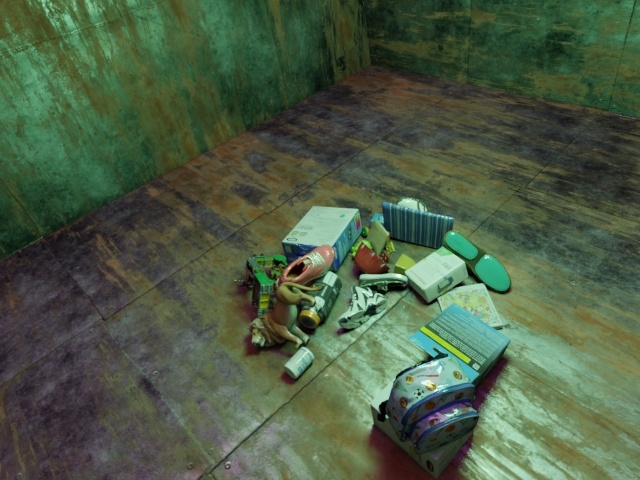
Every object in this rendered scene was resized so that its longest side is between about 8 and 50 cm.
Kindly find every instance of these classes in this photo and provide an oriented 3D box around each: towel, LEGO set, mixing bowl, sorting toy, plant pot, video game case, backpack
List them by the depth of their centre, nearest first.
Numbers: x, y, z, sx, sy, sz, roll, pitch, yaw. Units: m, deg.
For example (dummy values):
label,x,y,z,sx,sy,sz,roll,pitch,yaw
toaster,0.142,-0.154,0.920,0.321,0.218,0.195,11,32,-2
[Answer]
label,x,y,z,sx,sy,sz,roll,pitch,yaw
backpack,0.312,0.453,1.226,0.276,0.263,0.213,-22,42,-14
video game case,0.597,0.275,1.770,0.206,0.026,0.227,-9,41,4
plant pot,0.386,0.126,1.958,0.083,0.081,0.081,25,51,22
LEGO set,-0.222,0.214,1.967,0.255,0.192,0.331,-7,28,-34
mixing bowl,0.218,0.099,1.980,0.098,0.181,0.181,-45,44,3
towel,0.447,-0.067,2.027,0.336,0.243,0.040,16,58,23
sorting toy,0.292,-0.009,2.104,0.046,0.132,0.274,0,37,-27

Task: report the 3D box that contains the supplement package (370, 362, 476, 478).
label,x,y,z,sx,sy,sz,roll,pitch,yaw
supplement package,0.326,0.571,1.402,0.204,0.145,0.262,-36,45,-26

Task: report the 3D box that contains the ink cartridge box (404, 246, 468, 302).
label,x,y,z,sx,sy,sz,roll,pitch,yaw
ink cartridge box,0.492,0.143,1.860,0.212,0.093,0.154,-31,34,-8

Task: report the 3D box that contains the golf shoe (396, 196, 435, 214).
label,x,y,z,sx,sy,sz,roll,pitch,yaw
golf shoe,0.476,-0.105,2.096,0.273,0.105,0.120,34,59,-8

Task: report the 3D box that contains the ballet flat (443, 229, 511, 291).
label,x,y,z,sx,sy,sz,roll,pitch,yaw
ballet flat,0.673,0.085,1.880,0.342,0.124,0.116,41,99,14

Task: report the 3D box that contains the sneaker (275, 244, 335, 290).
label,x,y,z,sx,sy,sz,roll,pitch,yaw
sneaker,-0.046,0.110,1.807,0.314,0.136,0.116,-37,74,-28

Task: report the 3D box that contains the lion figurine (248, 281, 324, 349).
label,x,y,z,sx,sy,sz,roll,pitch,yaw
lion figurine,-0.138,0.281,1.725,0.240,0.392,0.142,30,22,20

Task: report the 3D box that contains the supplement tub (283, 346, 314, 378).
label,x,y,z,sx,sy,sz,roll,pitch,yaw
supplement tub,-0.082,0.470,1.677,0.071,0.071,0.107,23,52,34

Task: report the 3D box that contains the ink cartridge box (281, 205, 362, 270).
label,x,y,z,sx,sy,sz,roll,pitch,yaw
ink cartridge box,0.000,0.000,2.102,0.270,0.151,0.395,6,36,28

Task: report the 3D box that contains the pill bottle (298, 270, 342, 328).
label,x,y,z,sx,sy,sz,roll,pitch,yaw
pill bottle,-0.007,0.255,1.862,0.130,0.130,0.246,8,44,22

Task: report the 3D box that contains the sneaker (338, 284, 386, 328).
label,x,y,z,sx,sy,sz,roll,pitch,yaw
sneaker,0.145,0.268,1.839,0.235,0.094,0.153,-29,42,-20

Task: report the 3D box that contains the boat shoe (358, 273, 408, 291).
label,x,y,z,sx,sy,sz,roll,pitch,yaw
boat shoe,0.274,0.191,1.912,0.219,0.078,0.070,-4,59,25

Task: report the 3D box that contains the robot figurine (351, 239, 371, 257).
label,x,y,z,sx,sy,sz,roll,pitch,yaw
robot figurine,0.200,0.045,2.102,0.101,0.067,0.115,-15,27,50

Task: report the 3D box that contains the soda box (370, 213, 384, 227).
label,x,y,z,sx,sy,sz,roll,pitch,yaw
soda box,0.365,-0.075,2.198,0.210,0.071,0.067,11,46,25

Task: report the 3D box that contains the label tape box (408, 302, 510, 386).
label,x,y,z,sx,sy,sz,roll,pitch,yaw
label tape box,0.473,0.377,1.517,0.240,0.106,0.333,35,37,31
